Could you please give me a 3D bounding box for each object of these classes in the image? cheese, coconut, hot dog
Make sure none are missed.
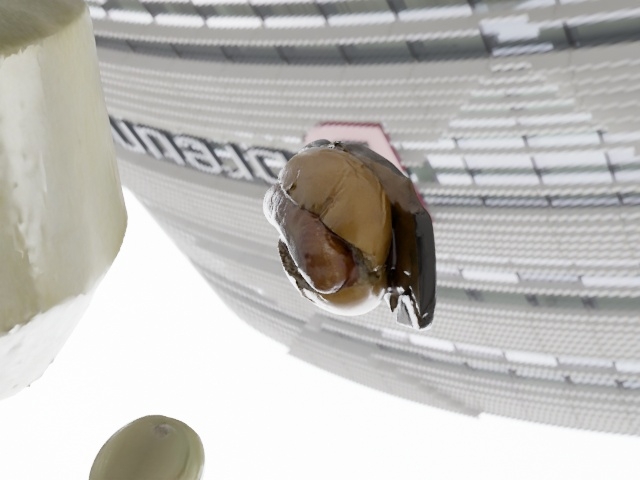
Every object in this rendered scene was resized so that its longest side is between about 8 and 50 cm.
[{"bbox_3d":[-0.223,0.305,1.246,0.137,0.064,0.227,8,-135,23],"label":"cheese"},{"bbox_3d":[-0.264,-0.055,0.609,0.323,0.323,0.323,-15,-132,18],"label":"coconut"},{"bbox_3d":[0.001,-0.006,1.109,0.107,0.194,0.326,-4,-173,-20],"label":"hot dog"}]
